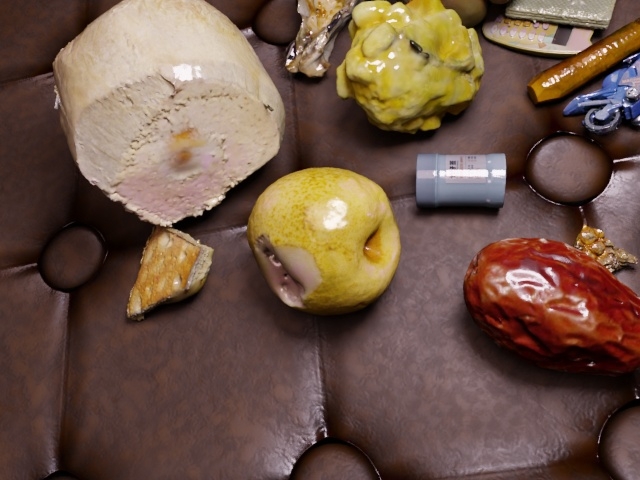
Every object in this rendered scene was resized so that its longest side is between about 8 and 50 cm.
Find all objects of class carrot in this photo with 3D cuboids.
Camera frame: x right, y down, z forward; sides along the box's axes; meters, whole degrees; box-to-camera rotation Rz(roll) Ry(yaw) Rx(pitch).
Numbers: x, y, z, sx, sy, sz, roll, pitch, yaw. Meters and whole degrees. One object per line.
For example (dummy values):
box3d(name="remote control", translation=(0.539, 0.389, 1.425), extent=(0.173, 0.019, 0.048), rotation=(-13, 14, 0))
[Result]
box3d(name="carrot", translation=(0.542, -0.352, 1.125), extent=(0.314, 0.066, 0.066), rotation=(-29, 66, 9))

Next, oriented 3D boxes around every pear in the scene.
box3d(name="pear", translation=(0.000, 0.000, 1.028), extent=(0.272, 0.271, 0.270), rotation=(-4, 68, 10))

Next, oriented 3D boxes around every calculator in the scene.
box3d(name="calculator", translation=(0.447, -0.443, 1.221), extent=(0.237, 0.033, 0.157), rotation=(21, 75, 21))

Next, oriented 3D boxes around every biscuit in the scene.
box3d(name="biscuit", translation=(0.479, -0.484, 1.188), extent=(0.200, 0.040, 0.121), rotation=(16, 73, 22))

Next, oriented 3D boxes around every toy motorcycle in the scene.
box3d(name="toy motorcycle", translation=(0.559, -0.274, 1.096), extent=(0.205, 0.076, 0.114), rotation=(-36, 44, 7))

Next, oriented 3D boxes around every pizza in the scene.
box3d(name="pizza", translation=(-0.284, 0.075, 1.154), extent=(0.188, 0.081, 0.204), rotation=(17, 82, 41))

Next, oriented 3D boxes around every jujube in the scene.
box3d(name="jujube", translation=(0.370, 0.103, 0.943), extent=(0.291, 0.197, 0.197), rotation=(24, 75, 4))

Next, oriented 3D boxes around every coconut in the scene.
box3d(name="coconut", translation=(-0.290, -0.269, 1.121), extent=(0.405, 0.404, 0.404), rotation=(-4, 68, 10))

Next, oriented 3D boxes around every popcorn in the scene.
box3d(name="popcorn", translation=(0.163, -0.322, 1.104), extent=(0.215, 0.287, 0.251), rotation=(14, 110, 53))

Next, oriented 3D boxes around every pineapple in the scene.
box3d(name="pineapple", translation=(0.474, 0.029, 1.020), extent=(0.114, 0.077, 0.114), rotation=(8, 105, 4))

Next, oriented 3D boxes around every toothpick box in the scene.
box3d(name="toothpick box", translation=(0.253, -0.109, 1.092), extent=(0.153, 0.101, 0.101), rotation=(1, 69, 11))

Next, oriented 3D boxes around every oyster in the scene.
box3d(name="oyster", translation=(0.028, -0.500, 1.277), extent=(0.198, 0.133, 0.336), rotation=(13, 75, 14))

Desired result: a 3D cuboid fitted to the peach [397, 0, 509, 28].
box3d(name="peach", translation=(0.268, -0.544, 1.154), extent=(0.293, 0.292, 0.247), rotation=(-20, 83, 4))
